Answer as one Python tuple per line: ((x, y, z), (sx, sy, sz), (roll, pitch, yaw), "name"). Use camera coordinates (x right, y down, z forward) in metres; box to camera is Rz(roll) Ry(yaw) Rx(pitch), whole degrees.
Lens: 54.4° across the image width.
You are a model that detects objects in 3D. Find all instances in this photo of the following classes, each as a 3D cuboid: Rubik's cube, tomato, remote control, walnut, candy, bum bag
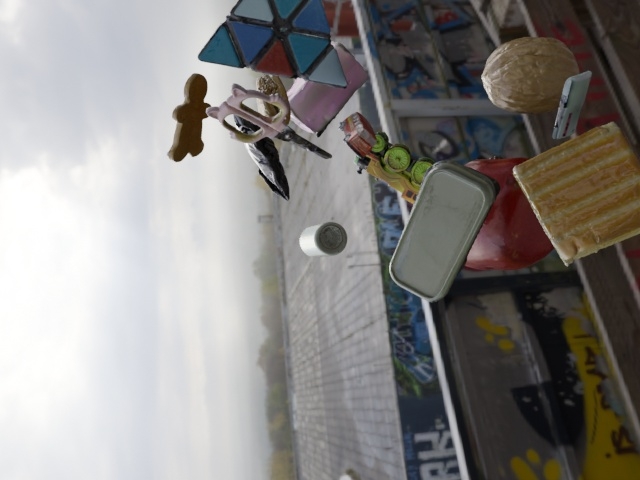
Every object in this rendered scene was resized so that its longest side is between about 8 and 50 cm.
((-0.106, -0.409, 1.188), (0.234, 0.250, 0.284), (-100, -15, -60), "Rubik's cube")
((0.467, -0.069, 1.632), (0.293, 0.325, 0.290), (-3, 78, 51), "tomato")
((0.581, -0.309, 1.439), (0.029, 0.065, 0.166), (51, 155, 42), "remote control")
((0.578, -0.454, 1.726), (0.225, 0.261, 0.225), (1, -90, -85), "walnut")
((0.009, -0.469, 1.932), (0.265, 0.155, 0.116), (-50, 25, 2), "candy")
((-0.152, -0.236, 1.621), (0.137, 0.074, 0.310), (59, 177, 46), "bum bag")

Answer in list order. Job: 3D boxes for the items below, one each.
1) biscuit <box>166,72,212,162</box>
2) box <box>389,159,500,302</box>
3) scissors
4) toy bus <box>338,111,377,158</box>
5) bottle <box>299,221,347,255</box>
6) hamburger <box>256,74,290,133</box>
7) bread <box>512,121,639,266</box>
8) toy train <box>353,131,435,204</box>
((-0.352, -0.332, 1.677), (0.158, 0.035, 0.240), (-31, -41, -63), "biscuit")
((0.256, -0.033, 1.243), (0.178, 0.138, 0.274), (-27, -36, -58), "box")
((-0.088, -0.235, 1.335), (0.160, 0.317, 0.024), (-34, 51, 35), "scissors")
((0.107, -0.295, 1.731), (0.077, 0.079, 0.174), (-41, 25, 16), "toy bus")
((0.000, 0.000, 1.922), (0.245, 0.104, 0.104), (168, 99, -75), "bottle")
((-0.130, -0.373, 1.699), (0.147, 0.083, 0.138), (86, 169, -46), "hamburger")
((0.576, -0.098, 1.321), (0.239, 0.246, 0.111), (66, -168, 16), "bread")
((0.239, -0.236, 1.996), (0.160, 0.296, 0.100), (-61, -6, 23), "toy train")
